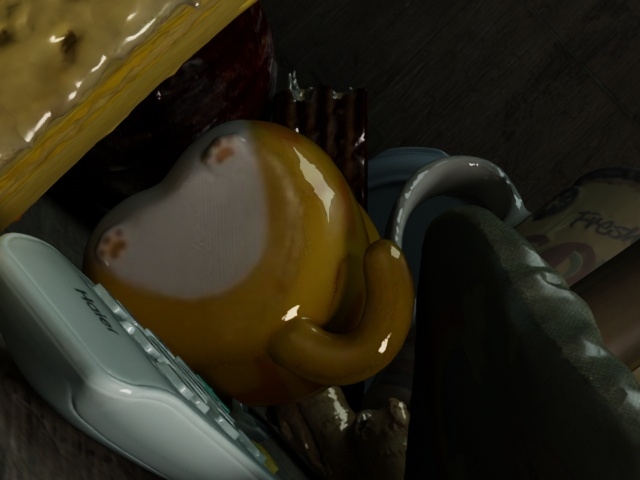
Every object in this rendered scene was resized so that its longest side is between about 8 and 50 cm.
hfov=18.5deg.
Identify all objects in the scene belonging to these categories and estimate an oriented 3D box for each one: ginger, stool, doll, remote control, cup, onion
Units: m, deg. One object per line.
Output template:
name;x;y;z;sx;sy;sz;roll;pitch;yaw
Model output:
ginger;0.057;0.164;1.270;0.288;0.089;0.075;43;17;32
stool;0.201;0.143;1.047;0.310;0.226;0.310;-126;-152;-43
doll;-0.037;0.022;1.165;0.162;0.166;0.269;55;4;1
remote control;-0.071;0.086;0.941;0.103;0.051;0.293;47;0;29
cup;0.138;0.070;1.395;0.301;0.257;0.227;50;-33;20
onion;-0.129;-0.114;1.435;0.207;0.216;0.206;-123;-170;-56

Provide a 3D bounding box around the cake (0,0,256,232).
cake;-0.170;-0.136;0.917;0.222;0.227;0.286;49;5;-1

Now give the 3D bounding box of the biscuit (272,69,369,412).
biscuit;0.000;0.000;1.444;0.070;0.252;0.106;0;3;1

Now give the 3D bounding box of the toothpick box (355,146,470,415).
toothpick box;0.080;0.054;1.795;0.263;0.263;0.354;46;2;8
